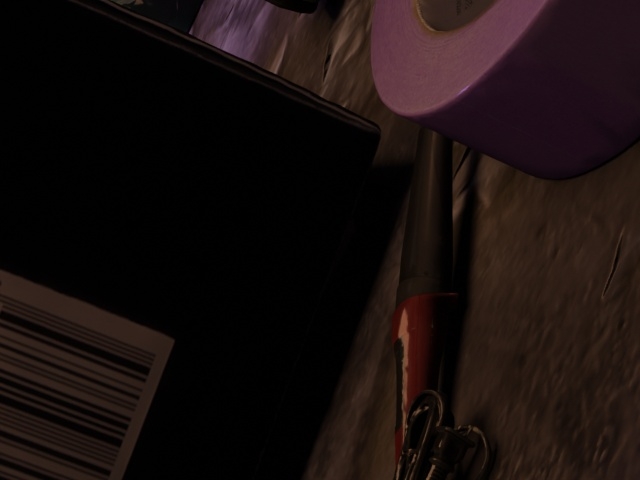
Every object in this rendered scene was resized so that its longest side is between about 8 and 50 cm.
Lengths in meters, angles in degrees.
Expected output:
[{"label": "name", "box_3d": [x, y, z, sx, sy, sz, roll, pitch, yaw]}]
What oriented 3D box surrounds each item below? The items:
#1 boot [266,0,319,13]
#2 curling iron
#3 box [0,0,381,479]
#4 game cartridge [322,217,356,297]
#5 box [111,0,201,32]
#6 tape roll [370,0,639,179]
[{"label": "boot", "box_3d": [0.017, -0.260, 1.400, 0.338, 0.118, 0.222, -94, 28, -73]}, {"label": "curling iron", "box_3d": [0.063, 0.035, 1.028, 0.068, 0.035, 0.274, -43, 31, 41]}, {"label": "box", "box_3d": [-0.234, 0.103, 1.316, 0.480, 0.297, 0.472, -69, 18, -7]}, {"label": "game cartridge", "box_3d": [0.000, 0.000, 1.263, 0.056, 0.017, 0.083, -67, 19, 11]}, {"label": "box", "box_3d": [-0.198, -0.313, 1.811, 0.322, 0.232, 0.058, -64, 18, 8]}, {"label": "tape roll", "box_3d": [0.132, -0.174, 1.002, 0.275, 0.090, 0.275, -51, 25, 35]}]
